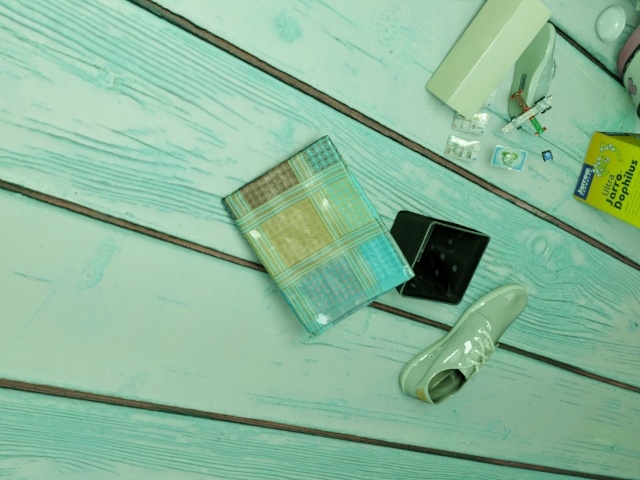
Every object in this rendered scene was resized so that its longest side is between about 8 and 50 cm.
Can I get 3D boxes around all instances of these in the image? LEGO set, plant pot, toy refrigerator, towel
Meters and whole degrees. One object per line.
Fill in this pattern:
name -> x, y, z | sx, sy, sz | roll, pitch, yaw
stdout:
LEGO set -> 0.433, -0.263, 1.473 | 0.244, 0.060, 0.183 | 13, 112, 7
plant pot -> 0.253, 0.024, 1.500 | 0.187, 0.167, 0.188 | 11, 110, -31
toy refrigerator -> 0.358, -0.403, 1.353 | 0.094, 0.102, 0.270 | 23, 111, -35
towel -> 0.000, 0.000, 1.338 | 0.271, 0.040, 0.370 | -31, 107, 5

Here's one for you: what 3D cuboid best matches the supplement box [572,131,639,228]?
supplement box -> 0.872, -0.138, 1.619 | 0.194, 0.356, 0.195 | -3, 115, -27

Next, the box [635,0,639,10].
box -> 0.837, -0.667, 1.492 | 0.060, 0.100, 0.244 | -10, 119, -25

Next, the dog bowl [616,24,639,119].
dog bowl -> 0.898, -0.473, 1.495 | 0.407, 0.150, 0.408 | -24, 157, -11

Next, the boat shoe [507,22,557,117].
boat shoe -> 0.509, -0.396, 1.482 | 0.081, 0.079, 0.228 | -10, 125, -30

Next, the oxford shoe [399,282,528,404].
oxford shoe -> 0.421, 0.297, 1.751 | 0.449, 0.130, 0.169 | -40, 124, -6

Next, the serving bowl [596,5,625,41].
serving bowl -> 0.702, -0.529, 1.537 | 0.083, 0.027, 0.083 | -11, 118, -22
